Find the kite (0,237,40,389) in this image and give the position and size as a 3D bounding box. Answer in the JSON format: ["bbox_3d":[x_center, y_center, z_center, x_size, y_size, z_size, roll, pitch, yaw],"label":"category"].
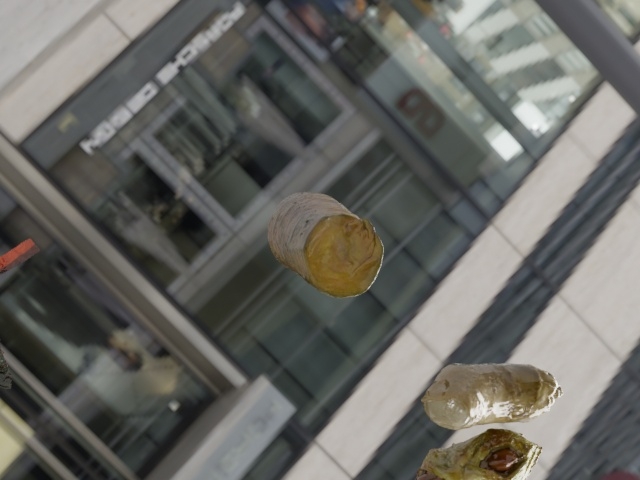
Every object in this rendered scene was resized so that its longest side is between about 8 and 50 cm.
[{"bbox_3d":[-0.344,0.039,1.134,0.189,0.232,0.009,-25,168,12],"label":"kite"}]

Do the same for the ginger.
[{"bbox_3d":[0.190,0.178,1.404,0.190,0.069,0.095,0,-176,-27],"label":"ginger"}]

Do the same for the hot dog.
[{"bbox_3d":[0.176,0.268,1.423,0.169,0.078,0.061,-25,157,21],"label":"hot dog"}]

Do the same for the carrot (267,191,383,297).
[{"bbox_3d":[0.000,0.000,1.547,0.114,0.114,0.302,-45,-167,-3],"label":"carrot"}]
